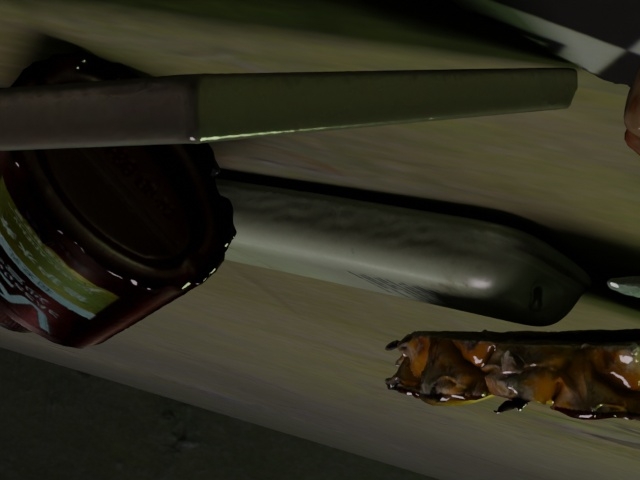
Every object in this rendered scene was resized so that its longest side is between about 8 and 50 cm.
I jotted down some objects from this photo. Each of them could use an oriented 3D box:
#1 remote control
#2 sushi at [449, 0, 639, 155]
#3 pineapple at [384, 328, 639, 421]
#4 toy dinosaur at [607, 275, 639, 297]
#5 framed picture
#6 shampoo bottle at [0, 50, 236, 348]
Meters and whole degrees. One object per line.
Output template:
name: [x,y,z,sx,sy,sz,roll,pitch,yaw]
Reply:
remote control: [0.001,0.000,0.907,0.309,0.038,0.090,10,168,43]
sushi: [0.203,-0.002,0.423,0.339,0.069,0.320,23,169,-20]
pineapple: [0.134,0.063,0.846,0.221,0.047,0.221,3,178,0]
toy dinosaur: [0.297,0.083,0.620,0.393,0.092,0.205,33,178,8]
framed picture: [-0.093,-0.039,0.545,0.289,0.016,0.213,0,-174,33]
shampoo bottle: [-0.136,-0.005,0.898,0.129,0.084,0.323,46,161,-7]
